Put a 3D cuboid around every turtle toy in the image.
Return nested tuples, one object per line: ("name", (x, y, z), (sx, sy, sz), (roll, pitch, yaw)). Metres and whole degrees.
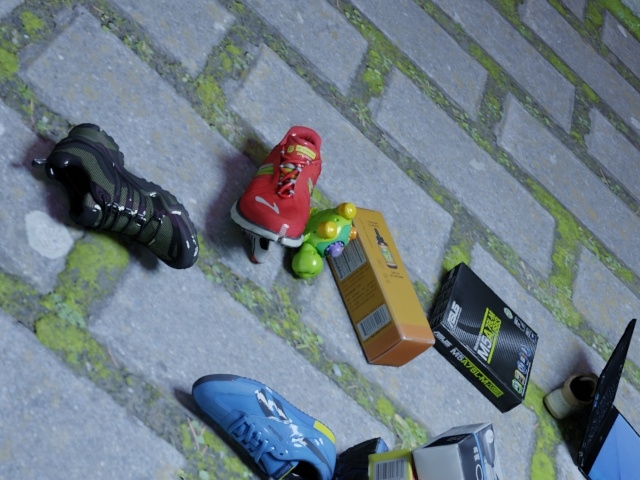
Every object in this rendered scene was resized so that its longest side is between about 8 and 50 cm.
("turtle toy", (0.000, 0.000, 1.881), (0.130, 0.095, 0.066), (-46, 116, -37))

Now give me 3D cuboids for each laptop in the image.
("laptop", (0.512, 0.302, 2.142), (0.137, 0.264, 0.234), (18, 26, 18))

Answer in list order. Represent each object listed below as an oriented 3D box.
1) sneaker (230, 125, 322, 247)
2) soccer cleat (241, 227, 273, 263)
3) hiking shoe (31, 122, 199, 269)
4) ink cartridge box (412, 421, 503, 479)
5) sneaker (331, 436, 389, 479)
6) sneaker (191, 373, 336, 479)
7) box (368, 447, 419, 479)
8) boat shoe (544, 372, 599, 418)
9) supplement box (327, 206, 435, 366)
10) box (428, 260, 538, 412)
("sneaker", (-0.051, -0.085, 1.835), (0.107, 0.118, 0.279), (22, 26, -6))
("soccer cleat", (-0.086, -0.007, 1.824), (0.029, 0.036, 0.083), (17, 45, -41))
("hiking shoe", (-0.253, -0.034, 1.626), (0.227, 0.086, 0.114), (44, 46, 0))
("ink cartridge box", (0.193, 0.395, 1.590), (0.165, 0.065, 0.332), (-7, 86, -69))
("sneaker", (0.052, 0.335, 1.622), (0.087, 0.083, 0.221), (48, 35, -28))
("sneaker", (-0.065, 0.232, 1.578), (0.209, 0.069, 0.082), (34, 39, -24))
("box", (0.126, 0.343, 1.617), (0.232, 0.058, 0.087), (53, 30, -45))
("boat shoe", (0.430, 0.248, 2.170), (0.170, 0.059, 0.063), (-18, 71, -56))
("supplement box", (0.079, 0.064, 1.917), (0.078, 0.080, 0.233), (11, 51, -46))
("box", (0.256, 0.149, 2.075), (0.184, 0.045, 0.190), (46, 32, -11))
